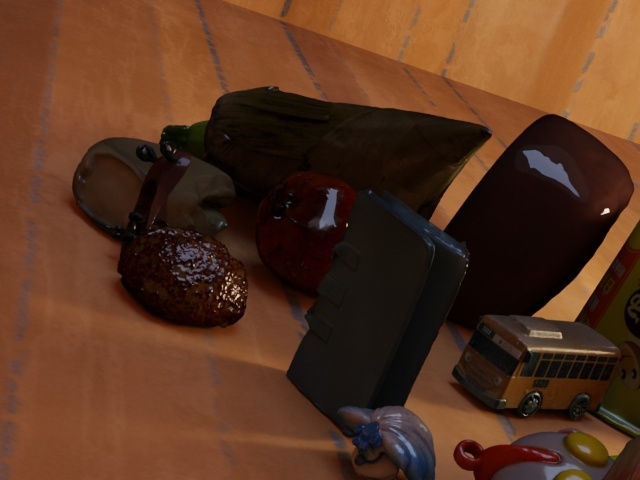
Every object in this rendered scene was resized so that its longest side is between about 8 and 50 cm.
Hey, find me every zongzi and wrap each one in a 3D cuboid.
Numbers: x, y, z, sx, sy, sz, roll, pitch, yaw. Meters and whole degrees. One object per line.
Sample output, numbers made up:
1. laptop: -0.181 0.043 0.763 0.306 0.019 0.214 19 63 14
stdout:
1. zongzi: 0.025 -0.124 1.785 0.322 0.160 0.360 25 -24 -6

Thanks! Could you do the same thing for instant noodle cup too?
1. instant noodle cup: 0.459 0.113 1.791 0.311 0.222 0.311 20 16 -6

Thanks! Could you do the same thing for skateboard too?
1. skateboard: -0.183 -0.034 1.619 0.080 0.151 0.067 26 -15 -32

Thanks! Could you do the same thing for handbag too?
1. handbag: 0.049 0.072 1.416 0.057 0.221 0.144 4 26 -42

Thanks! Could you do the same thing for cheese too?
1. cheese: -0.197 -0.060 1.751 0.202 0.091 0.175 3 26 -45

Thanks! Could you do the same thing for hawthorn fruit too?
1. hawthorn fruit: 0.000 0.000 1.732 0.172 0.148 0.148 48 -1 -36

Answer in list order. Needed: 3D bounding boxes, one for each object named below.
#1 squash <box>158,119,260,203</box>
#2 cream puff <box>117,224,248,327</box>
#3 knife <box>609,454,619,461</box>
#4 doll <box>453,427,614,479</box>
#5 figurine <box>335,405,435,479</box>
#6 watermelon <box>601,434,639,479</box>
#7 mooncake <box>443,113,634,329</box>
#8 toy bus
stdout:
1. squash: -0.034 -0.089 2.007 0.395 0.107 0.107 16 17 -7
2. cream puff: -0.142 0.033 1.541 0.149 0.084 0.149 22 17 -7
3. knife: 0.289 0.242 1.529 0.184 0.022 0.026 4 -2 -42
4. doll: 0.277 0.259 1.302 0.336 0.105 0.200 25 41 6
5. figurine: 0.068 0.198 1.329 0.114 0.079 0.114 36 -16 12
6. watermelon: 0.238 0.304 1.024 0.310 0.231 0.193 67 15 -5
7. mooncake: 0.274 -0.010 1.897 0.174 0.334 0.326 37 -16 6
8. toy bus: 0.251 0.141 1.649 0.182 0.103 0.091 7 22 -39
